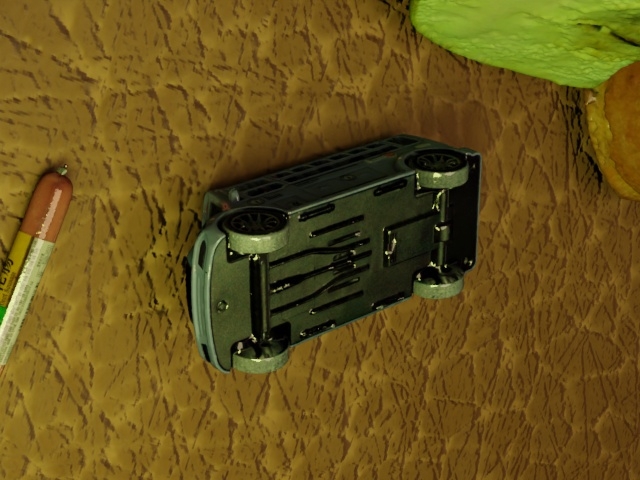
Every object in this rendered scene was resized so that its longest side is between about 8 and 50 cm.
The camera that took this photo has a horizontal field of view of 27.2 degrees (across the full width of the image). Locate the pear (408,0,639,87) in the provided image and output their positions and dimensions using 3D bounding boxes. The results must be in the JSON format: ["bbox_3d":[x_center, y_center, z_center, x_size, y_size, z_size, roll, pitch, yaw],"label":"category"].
[{"bbox_3d":[0.186,-0.265,1.121,0.282,0.286,0.176,6,75,-17],"label":"pear"}]

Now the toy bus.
[{"bbox_3d":[0.000,0.000,1.101,0.292,0.133,0.125,-20,121,-36],"label":"toy bus"}]

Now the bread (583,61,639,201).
[{"bbox_3d":[0.411,-0.167,1.350,0.312,0.172,0.312,-15,115,-34],"label":"bread"}]

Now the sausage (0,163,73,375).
[{"bbox_3d":[-0.233,0.046,0.994,0.029,0.029,0.223,22,89,-41],"label":"sausage"}]
